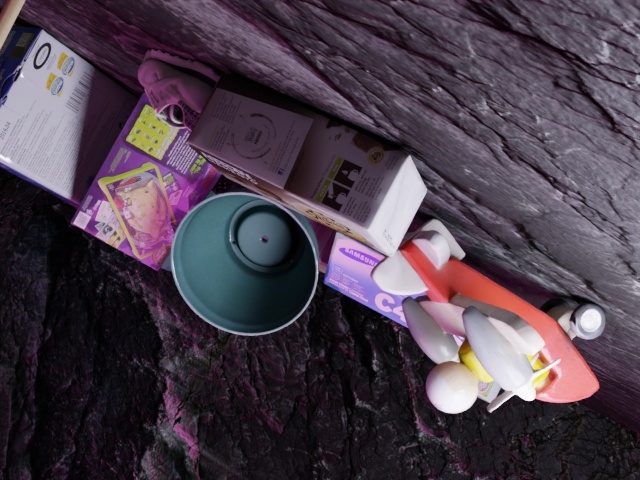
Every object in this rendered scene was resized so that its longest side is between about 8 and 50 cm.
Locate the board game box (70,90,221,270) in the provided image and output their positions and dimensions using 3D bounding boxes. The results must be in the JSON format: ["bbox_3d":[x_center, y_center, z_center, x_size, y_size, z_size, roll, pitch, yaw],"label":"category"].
[{"bbox_3d":[-0.331,-0.114,1.713,0.208,0.347,0.056,33,-151,-10],"label":"board game box"}]

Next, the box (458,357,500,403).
[{"bbox_3d":[0.420,0.299,2.222,0.103,0.203,0.114,33,173,-38],"label":"box"}]

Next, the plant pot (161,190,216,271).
[{"bbox_3d":[-0.382,-0.082,2.416,0.293,0.293,0.235,29,159,1],"label":"plant pot"}]

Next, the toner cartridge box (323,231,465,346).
[{"bbox_3d":[0.184,0.095,1.822,0.347,0.075,0.165,27,135,13],"label":"toner cartridge box"}]

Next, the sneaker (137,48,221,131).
[{"bbox_3d":[-0.226,-0.224,1.307,0.090,0.095,0.235,31,175,-37],"label":"sneaker"}]

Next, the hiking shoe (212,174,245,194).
[{"bbox_3d":[-0.210,-0.144,2.083,0.114,0.086,0.227,16,-174,-28],"label":"hiking shoe"}]

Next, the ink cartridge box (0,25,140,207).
[{"bbox_3d":[-0.556,-0.251,1.760,0.151,0.270,0.395,17,168,41],"label":"ink cartridge box"}]

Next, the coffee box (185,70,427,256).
[{"bbox_3d":[-0.016,-0.105,1.212,0.297,0.119,0.168,26,175,19],"label":"coffee box"}]

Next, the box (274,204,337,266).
[{"bbox_3d":[0.000,0.000,2.062,0.243,0.117,0.213,22,172,42],"label":"box"}]

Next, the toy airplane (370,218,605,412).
[{"bbox_3d":[0.242,0.148,1.426,0.384,0.272,0.386,25,174,35],"label":"toy airplane"}]

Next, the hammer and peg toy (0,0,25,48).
[{"bbox_3d":[-0.588,-0.356,1.210,0.361,0.266,0.127,33,-165,-42],"label":"hammer and peg toy"}]

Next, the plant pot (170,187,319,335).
[{"bbox_3d":[-0.131,0.020,1.746,0.293,0.293,0.196,29,-159,1],"label":"plant pot"}]
